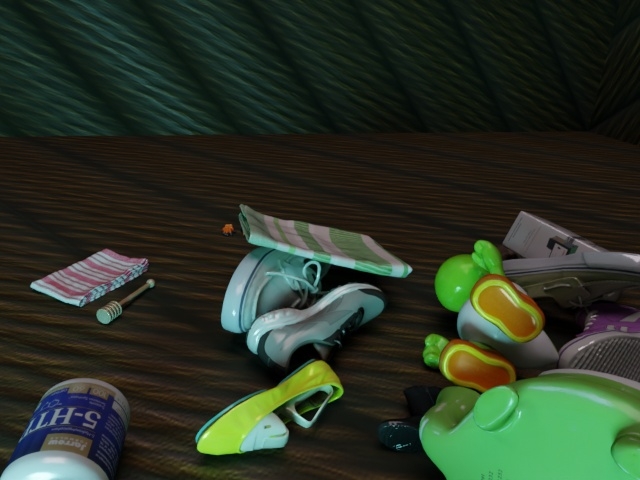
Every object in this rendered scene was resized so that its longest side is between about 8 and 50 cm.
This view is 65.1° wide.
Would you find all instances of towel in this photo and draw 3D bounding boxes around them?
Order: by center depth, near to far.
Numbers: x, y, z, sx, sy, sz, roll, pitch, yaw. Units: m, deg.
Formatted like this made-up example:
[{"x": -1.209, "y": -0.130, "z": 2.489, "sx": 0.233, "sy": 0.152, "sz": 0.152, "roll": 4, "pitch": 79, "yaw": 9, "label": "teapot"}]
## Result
[{"x": 0.000, "y": 0.000, "z": 1.018, "sx": 0.324, "sy": 0.038, "sz": 0.248, "roll": 15, "pitch": 11, "yaw": -18, "label": "towel"}, {"x": -0.485, "y": 0.071, "z": 1.065, "sx": 0.144, "sy": 0.029, "sz": 0.197, "roll": 12, "pitch": 25, "yaw": 23, "label": "towel"}]

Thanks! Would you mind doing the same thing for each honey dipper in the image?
[{"x": -0.374, "y": 0.114, "z": 0.984, "sx": 0.030, "sy": 0.030, "sz": 0.161, "roll": 8, "pitch": 20, "yaw": 13, "label": "honey dipper"}]

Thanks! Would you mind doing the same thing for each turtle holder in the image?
[{"x": 0.257, "y": 0.255, "z": 0.511, "sx": 0.227, "sy": 0.243, "sz": 0.320, "roll": 1, "pitch": -22, "yaw": -41, "label": "turtle holder"}]

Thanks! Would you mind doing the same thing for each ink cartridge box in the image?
[{"x": 0.535, "y": 0.033, "z": 1.080, "sx": 0.160, "sy": 0.093, "sz": 0.219, "roll": 9, "pitch": 22, "yaw": -44, "label": "ink cartridge box"}]

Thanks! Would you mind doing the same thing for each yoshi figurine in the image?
[{"x": 0.254, "y": 0.108, "z": 0.833, "sx": 0.203, "sy": 0.203, "sz": 0.362, "roll": -17, "pitch": -3, "yaw": 19, "label": "yoshi figurine"}]

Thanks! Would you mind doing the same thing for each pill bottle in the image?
[{"x": -0.286, "y": 0.254, "z": 0.558, "sx": 0.112, "sy": 0.112, "sz": 0.187, "roll": -2, "pitch": 24, "yaw": -9, "label": "pill bottle"}]

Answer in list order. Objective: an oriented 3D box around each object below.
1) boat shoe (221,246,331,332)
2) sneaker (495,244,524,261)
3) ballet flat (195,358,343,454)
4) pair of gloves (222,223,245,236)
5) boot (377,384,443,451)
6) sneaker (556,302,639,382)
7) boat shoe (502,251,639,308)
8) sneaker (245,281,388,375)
[{"x": -0.049, "y": 0.086, "z": 0.969, "sx": 0.156, "sy": 0.136, "sz": 0.367, "roll": 12, "pitch": 16, "yaw": 14, "label": "boat shoe"}, {"x": 0.422, "y": 0.066, "z": 1.140, "sx": 0.071, "sy": 0.066, "sz": 0.188, "roll": -12, "pitch": 16, "yaw": 9, "label": "sneaker"}, {"x": -0.054, "y": 0.234, "z": 0.682, "sx": 0.077, "sy": 0.077, "sz": 0.231, "roll": 38, "pitch": 37, "yaw": 29, "label": "ballet flat"}, {"x": -0.221, "y": -0.029, "z": 1.345, "sx": 0.083, "sy": 0.010, "sz": 0.074, "roll": 1, "pitch": 23, "yaw": -5, "label": "pair of gloves"}, {"x": 0.135, "y": 0.244, "z": 0.703, "sx": 0.121, "sy": 0.045, "sz": 0.099, "roll": 8, "pitch": 25, "yaw": -4, "label": "boot"}, {"x": 0.472, "y": 0.174, "z": 0.856, "sx": 0.282, "sy": 0.102, "sz": 0.161, "roll": -4, "pitch": 14, "yaw": -24, "label": "sneaker"}, {"x": 0.466, "y": 0.081, "z": 0.932, "sx": 0.109, "sy": 0.094, "sz": 0.302, "roll": 15, "pitch": -15, "yaw": -32, "label": "boat shoe"}, {"x": 0.013, "y": 0.155, "z": 0.857, "sx": 0.271, "sy": 0.100, "sz": 0.108, "roll": -18, "pitch": 44, "yaw": -32, "label": "sneaker"}]
